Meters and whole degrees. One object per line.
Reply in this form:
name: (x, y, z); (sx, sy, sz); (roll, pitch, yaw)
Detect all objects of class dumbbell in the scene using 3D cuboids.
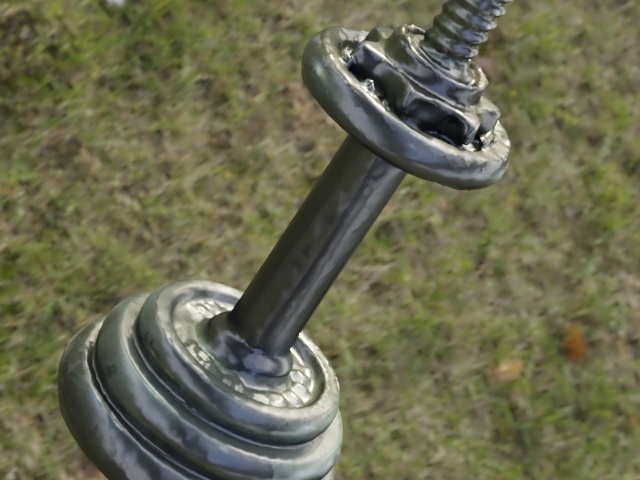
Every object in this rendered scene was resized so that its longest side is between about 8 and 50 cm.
dumbbell: (0.000, 0.000, 0.584); (0.110, 0.254, 0.110); (28, 25, -14)
